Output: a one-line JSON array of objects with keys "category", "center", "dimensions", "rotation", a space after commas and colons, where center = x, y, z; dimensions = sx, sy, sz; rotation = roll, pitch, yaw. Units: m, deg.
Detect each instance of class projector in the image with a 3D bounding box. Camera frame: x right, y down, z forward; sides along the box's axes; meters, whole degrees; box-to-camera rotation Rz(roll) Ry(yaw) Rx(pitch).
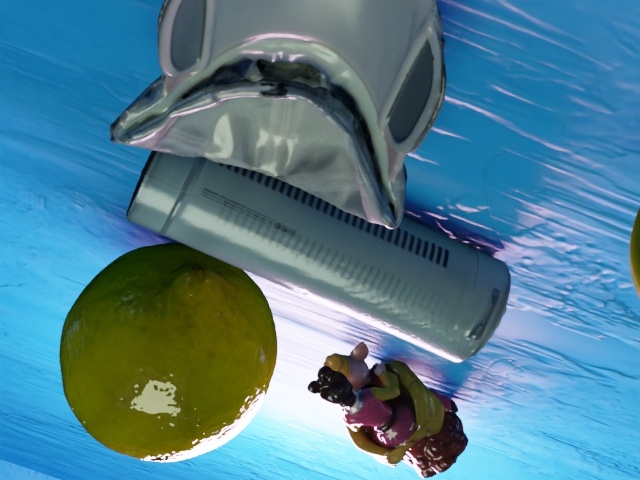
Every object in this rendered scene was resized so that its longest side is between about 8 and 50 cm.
[{"category": "projector", "center": [0.000, 0.000, 0.897], "dimensions": [0.337, 0.108, 0.108], "rotation": [24, 151, -13]}]

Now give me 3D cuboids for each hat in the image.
[{"category": "hat", "center": [-0.019, -0.126, 0.721], "dimensions": [0.219, 0.164, 0.226], "rotation": [19, 113, -3]}]

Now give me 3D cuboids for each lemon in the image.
[{"category": "lemon", "center": [-0.164, 0.122, 1.080], "dimensions": [0.236, 0.236, 0.263], "rotation": [19, 168, -3]}]

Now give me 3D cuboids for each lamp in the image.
[{"category": "lamp", "center": [0.068, 0.195, 1.206], "dimensions": [0.253, 0.118, 0.118], "rotation": [34, 148, -30]}]

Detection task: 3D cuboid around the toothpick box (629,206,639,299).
[{"category": "toothpick box", "center": [0.359, 0.044, 0.705], "dimensions": [0.271, 0.175, 0.175], "rotation": [33, 148, -32]}]
